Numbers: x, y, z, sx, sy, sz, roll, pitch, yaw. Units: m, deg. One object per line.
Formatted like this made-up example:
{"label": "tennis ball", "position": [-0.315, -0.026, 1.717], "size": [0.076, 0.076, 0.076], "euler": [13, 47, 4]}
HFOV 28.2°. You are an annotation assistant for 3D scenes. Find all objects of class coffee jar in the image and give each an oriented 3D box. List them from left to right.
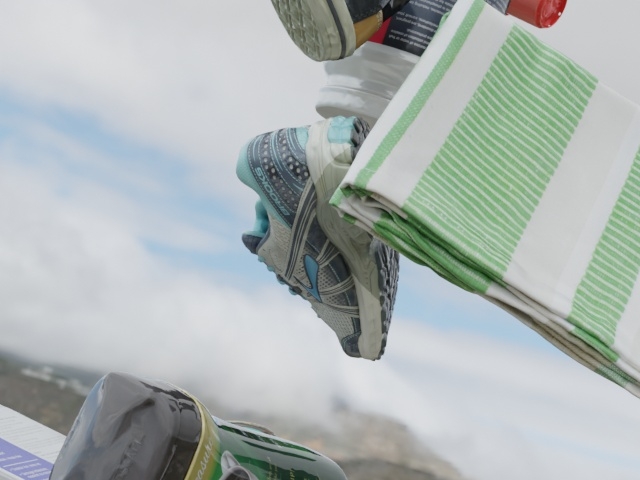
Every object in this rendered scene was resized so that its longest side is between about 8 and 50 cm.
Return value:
{"label": "coffee jar", "position": [-0.068, 0.143, 0.735], "size": [0.079, 0.096, 0.184], "euler": [18, -12, 42]}

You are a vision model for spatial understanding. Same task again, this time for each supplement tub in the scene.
{"label": "supplement tub", "position": [0.116, -0.255, 1.522], "size": [0.191, 0.272, 0.191], "euler": [20, -5, 2]}

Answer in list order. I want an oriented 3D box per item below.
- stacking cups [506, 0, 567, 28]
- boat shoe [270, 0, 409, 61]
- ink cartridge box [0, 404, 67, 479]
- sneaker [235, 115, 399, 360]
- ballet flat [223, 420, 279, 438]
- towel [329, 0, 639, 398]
{"label": "stacking cups", "position": [0.180, -0.364, 1.693], "size": [0.316, 0.096, 0.096], "euler": [37, 2, 32]}
{"label": "boat shoe", "position": [-0.040, -0.434, 1.308], "size": [0.500, 0.156, 0.187], "euler": [65, -13, -15]}
{"label": "ink cartridge box", "position": [-0.242, 0.238, 1.191], "size": [0.371, 0.069, 0.176], "euler": [24, 5, 17]}
{"label": "sneaker", "position": [0.000, 0.000, 1.126], "size": [0.122, 0.110, 0.283], "euler": [0, -43, 13]}
{"label": "ballet flat", "position": [-0.198, 0.320, 1.741], "size": [0.316, 0.108, 0.106], "euler": [-15, -15, 5]}
{"label": "towel", "position": [0.192, -0.021, 0.876], "size": [0.324, 0.248, 0.038], "euler": [32, -39, 0]}
